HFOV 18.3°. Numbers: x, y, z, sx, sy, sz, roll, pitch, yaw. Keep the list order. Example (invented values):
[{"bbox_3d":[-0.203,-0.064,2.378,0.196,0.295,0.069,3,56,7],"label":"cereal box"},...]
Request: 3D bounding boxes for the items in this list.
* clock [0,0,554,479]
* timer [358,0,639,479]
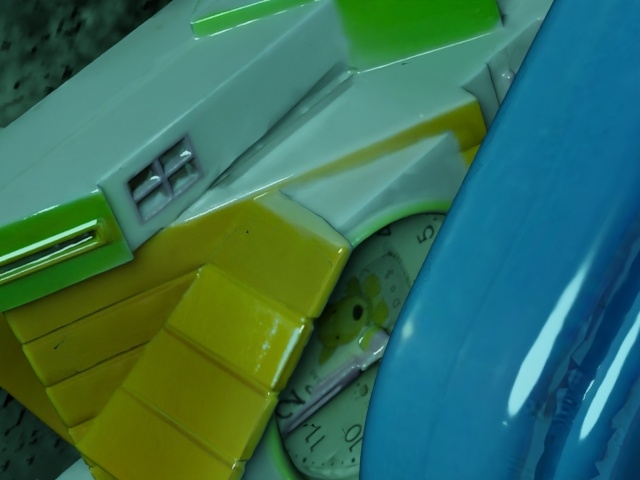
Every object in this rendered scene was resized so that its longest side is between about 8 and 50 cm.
[{"bbox_3d":[0.000,0.000,0.777,0.309,0.166,0.235,-40,134,-20],"label":"clock"},{"bbox_3d":[0.163,0.023,0.762,0.309,0.115,0.340,37,77,-53],"label":"timer"}]
